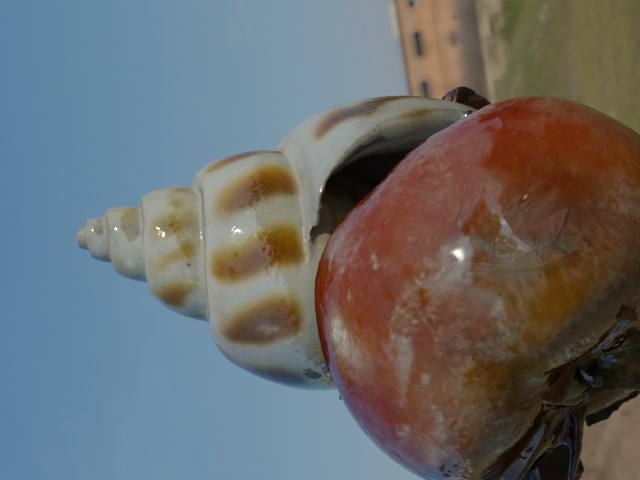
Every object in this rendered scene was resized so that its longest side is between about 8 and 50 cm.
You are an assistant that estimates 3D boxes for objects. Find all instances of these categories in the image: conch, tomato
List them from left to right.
[{"bbox_3d":[-0.001,0.000,0.983,0.149,0.275,0.183,23,115,57],"label":"conch"},{"bbox_3d":[0.102,0.018,0.826,0.181,0.214,0.155,49,169,19],"label":"tomato"}]

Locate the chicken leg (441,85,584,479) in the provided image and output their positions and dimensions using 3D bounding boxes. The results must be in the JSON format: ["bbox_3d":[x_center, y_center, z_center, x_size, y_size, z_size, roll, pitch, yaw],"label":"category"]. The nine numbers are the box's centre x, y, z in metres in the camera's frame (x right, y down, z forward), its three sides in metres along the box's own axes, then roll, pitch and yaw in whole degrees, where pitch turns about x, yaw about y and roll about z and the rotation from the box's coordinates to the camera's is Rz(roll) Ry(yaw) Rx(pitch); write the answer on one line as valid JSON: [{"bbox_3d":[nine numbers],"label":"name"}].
[{"bbox_3d":[0.118,0.036,1.203,0.083,0.177,0.322,52,-137,-63],"label":"chicken leg"}]
